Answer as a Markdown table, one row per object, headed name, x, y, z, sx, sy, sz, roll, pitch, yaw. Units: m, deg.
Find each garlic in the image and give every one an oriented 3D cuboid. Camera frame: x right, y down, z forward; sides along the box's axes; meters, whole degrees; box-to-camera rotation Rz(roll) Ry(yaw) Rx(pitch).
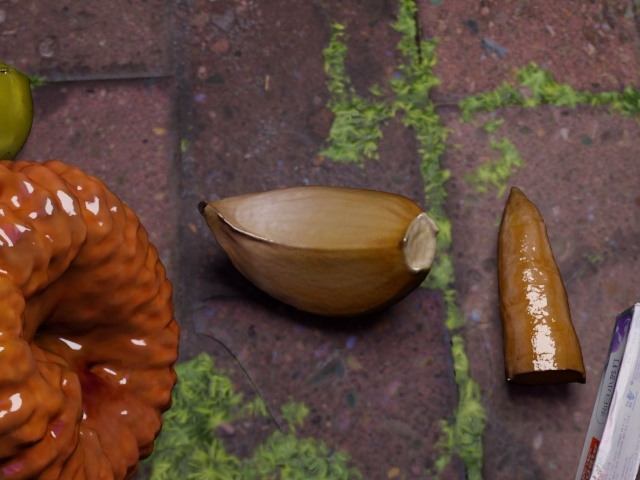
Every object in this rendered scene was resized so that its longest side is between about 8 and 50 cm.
| name | x | y | z | sx | sy | sz | roll | pitch | yaw |
| --- | --- | --- | --- | --- | --- | --- | --- | --- | --- |
| garlic | -0.001 | 0.009 | 0.844 | 0.207 | 0.128 | 0.115 | 6 | 111 | 4 |

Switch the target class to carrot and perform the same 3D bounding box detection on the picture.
| name | x | y | z | sx | sy | sz | roll | pitch | yaw |
| --- | --- | --- | --- | --- | --- | --- | --- | --- | --- |
| carrot | 0.197 | 0.037 | 0.865 | 0.072 | 0.072 | 0.205 | 0 | 61 | -2 |

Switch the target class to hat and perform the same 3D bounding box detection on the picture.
| name | x | y | z | sx | sy | sz | roll | pitch | yaw |
| --- | --- | --- | --- | --- | --- | --- | --- | --- | --- |
| hat | -0.335 | 0.081 | 0.742 | 0.400 | 0.285 | 0.285 | -1 | 67 | 18 |

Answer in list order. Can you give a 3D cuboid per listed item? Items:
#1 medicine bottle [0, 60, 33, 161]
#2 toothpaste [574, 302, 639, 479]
| name | x | y | z | sx | sy | sz | roll | pitch | yaw |
| --- | --- | --- | --- | --- | --- | --- | --- | --- | --- |
| medicine bottle | -0.393 | -0.143 | 0.888 | 0.239 | 0.124 | 0.124 | 21 | 69 | 6 |
| toothpaste | 0.268 | 0.150 | 0.824 | 0.040 | 0.047 | 0.196 | 21 | 69 | 3 |
